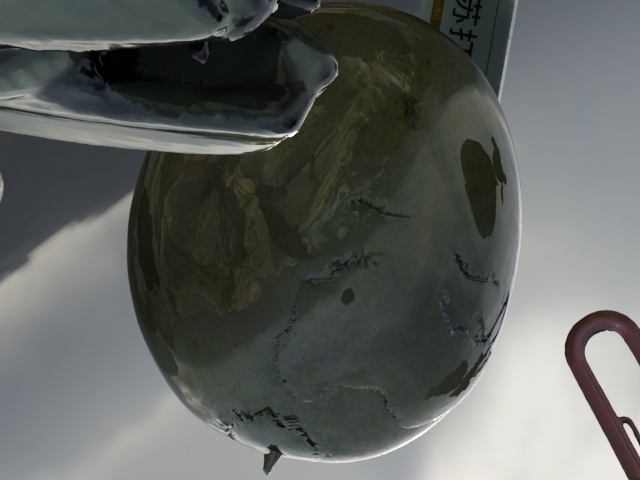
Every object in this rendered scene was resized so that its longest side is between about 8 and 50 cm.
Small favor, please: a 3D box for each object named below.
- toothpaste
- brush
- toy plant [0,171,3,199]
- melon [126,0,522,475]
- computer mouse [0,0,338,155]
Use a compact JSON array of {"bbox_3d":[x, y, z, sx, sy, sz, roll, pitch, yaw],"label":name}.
[{"bbox_3d":[0.125,-0.188,1.635,0.089,0.312,0.071,11,-174,11],"label":"toothpaste"},{"bbox_3d":[0.258,0.159,1.463,0.103,0.233,0.047,-29,173,-5],"label":"brush"},{"bbox_3d":[-0.305,-0.013,1.403,0.105,0.143,0.200,-42,-171,30],"label":"toy plant"},{"bbox_3d":[0.000,0.000,1.317,0.268,0.269,0.330,-26,-129,54],"label":"melon"},{"bbox_3d":[-0.190,-0.134,0.636,0.145,0.429,0.228,-55,156,-7],"label":"computer mouse"}]
